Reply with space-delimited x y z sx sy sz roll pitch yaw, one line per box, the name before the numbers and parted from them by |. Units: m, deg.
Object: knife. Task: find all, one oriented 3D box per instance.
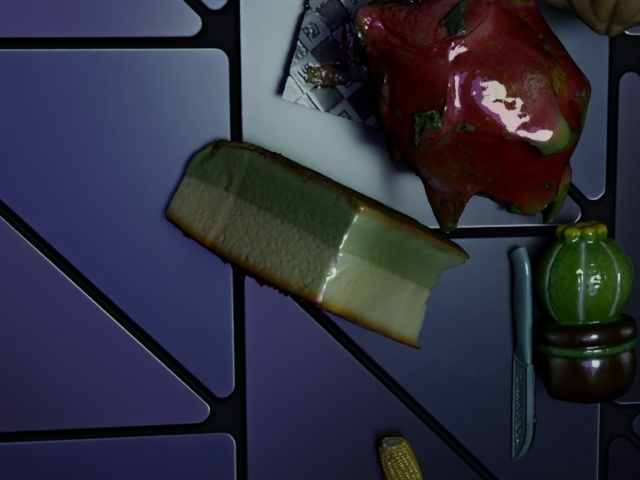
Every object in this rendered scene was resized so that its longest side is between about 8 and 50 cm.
knife | 0.191 0.109 1.237 0.015 0.028 0.210 -10 102 -39

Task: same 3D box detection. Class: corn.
corn | 0.080 0.228 1.233 0.037 0.037 0.092 -19 103 -5

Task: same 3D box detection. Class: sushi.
sushi | 0.035 -0.169 1.173 0.120 0.026 0.126 16 89 -13

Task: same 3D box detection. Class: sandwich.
sandwich | 0.000 0.000 1.156 0.186 0.220 0.108 24 92 -48

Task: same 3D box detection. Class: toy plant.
toy plant | 0.243 0.063 1.205 0.092 0.093 0.162 -4 99 -8

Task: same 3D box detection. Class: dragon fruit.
dragon fruit | 0.124 -0.110 1.114 0.200 0.269 0.198 25 72 15

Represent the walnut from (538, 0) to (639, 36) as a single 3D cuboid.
walnut | 0.279 -0.320 1.071 0.277 0.252 0.313 9 110 -21
